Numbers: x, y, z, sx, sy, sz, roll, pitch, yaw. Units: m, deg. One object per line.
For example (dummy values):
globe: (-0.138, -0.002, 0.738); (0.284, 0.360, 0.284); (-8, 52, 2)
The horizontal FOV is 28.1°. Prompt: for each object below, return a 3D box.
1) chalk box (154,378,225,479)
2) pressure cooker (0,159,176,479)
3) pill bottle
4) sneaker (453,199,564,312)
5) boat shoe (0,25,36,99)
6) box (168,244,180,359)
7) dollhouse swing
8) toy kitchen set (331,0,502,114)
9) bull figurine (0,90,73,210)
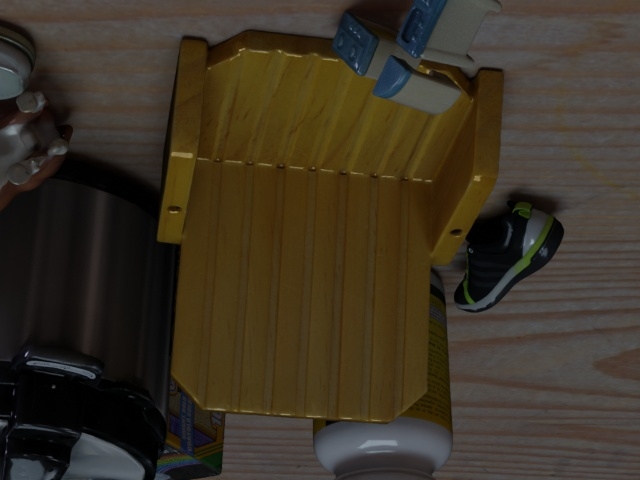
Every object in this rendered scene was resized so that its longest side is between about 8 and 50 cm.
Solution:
chalk box: (-0.291, 0.245, 1.957); (0.180, 0.179, 0.289); (-12, 148, 22)
pressure cooker: (-0.355, 0.151, 1.531); (0.375, 0.420, 0.370); (-8, 151, 15)
pill bottle: (0.083, 0.209, 1.725); (0.188, 0.334, 0.188); (0, 151, 0)
sneaker: (0.223, 0.011, 1.658); (0.097, 0.084, 0.235); (33, 143, -8)
boat shoe: (-0.442, -0.161, 1.285); (0.302, 0.103, 0.113); (1, 149, -4)
box: (-0.051, 0.068, 1.592); (0.270, 0.216, 0.060); (16, 149, -26)
dollhouse swing: (0.000, 0.000, 1.378); (0.346, 0.305, 0.315); (6, 151, -9)
toy kitchen set: (0.079, -0.243, 1.185); (0.122, 0.166, 0.207); (15, 111, -27)
bull figurine: (-0.397, -0.052, 1.349); (0.310, 0.101, 0.188); (-37, -172, -15)
